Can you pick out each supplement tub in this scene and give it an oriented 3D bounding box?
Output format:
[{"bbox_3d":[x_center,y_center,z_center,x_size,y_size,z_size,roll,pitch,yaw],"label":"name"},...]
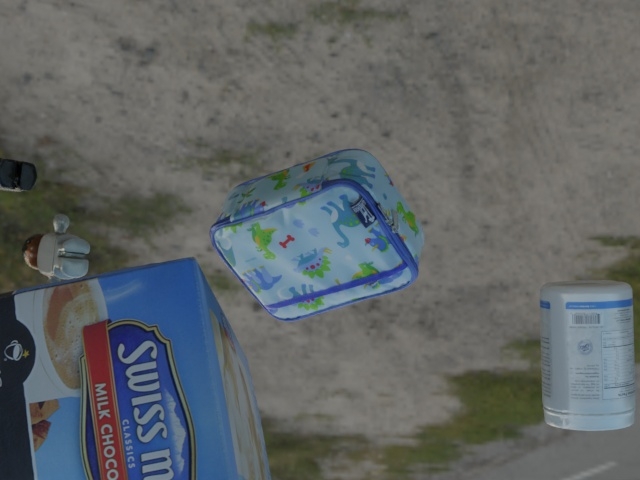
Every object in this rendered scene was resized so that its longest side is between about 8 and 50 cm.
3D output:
[{"bbox_3d":[0.203,0.085,0.822,0.071,0.107,0.071,-2,-177,0],"label":"supplement tub"}]

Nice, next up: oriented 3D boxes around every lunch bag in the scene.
[{"bbox_3d":[0.000,0.000,1.241,0.219,0.090,0.176,-16,124,29],"label":"lunch bag"}]

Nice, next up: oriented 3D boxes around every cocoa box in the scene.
[{"bbox_3d":[-0.163,0.183,0.851,0.228,0.231,0.347,-11,162,-1],"label":"cocoa box"}]

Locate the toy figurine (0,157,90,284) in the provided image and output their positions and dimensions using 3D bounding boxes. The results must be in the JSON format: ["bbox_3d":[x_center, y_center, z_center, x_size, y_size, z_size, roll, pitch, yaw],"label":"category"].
[{"bbox_3d":[-0.415,0.009,1.335,0.148,0.209,0.213,4,134,52],"label":"toy figurine"}]
